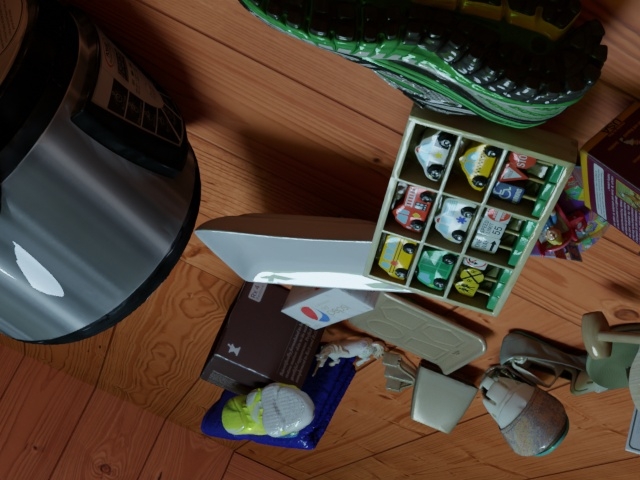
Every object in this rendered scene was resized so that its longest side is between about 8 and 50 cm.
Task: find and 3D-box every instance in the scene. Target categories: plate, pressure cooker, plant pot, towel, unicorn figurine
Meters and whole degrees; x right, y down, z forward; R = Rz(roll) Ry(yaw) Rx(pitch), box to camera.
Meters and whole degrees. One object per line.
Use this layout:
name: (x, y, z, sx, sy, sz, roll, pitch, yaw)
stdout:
plate: (-0.003, 0.016, 1.332, 0.278, 0.045, 0.278, 3, 164, 12)
pressure cooker: (-0.391, -0.107, 1.165, 0.370, 0.375, 0.420, 8, 153, 38)
plant pot: (0.213, 0.287, 1.743, 0.109, 0.096, 0.109, 20, 179, 5)
towel: (-0.080, 0.310, 1.934, 0.308, 0.227, 0.076, -4, 139, 44)
unicorn figurine: (0.042, 0.206, 1.777, 0.162, 0.060, 0.111, -19, 164, -14)

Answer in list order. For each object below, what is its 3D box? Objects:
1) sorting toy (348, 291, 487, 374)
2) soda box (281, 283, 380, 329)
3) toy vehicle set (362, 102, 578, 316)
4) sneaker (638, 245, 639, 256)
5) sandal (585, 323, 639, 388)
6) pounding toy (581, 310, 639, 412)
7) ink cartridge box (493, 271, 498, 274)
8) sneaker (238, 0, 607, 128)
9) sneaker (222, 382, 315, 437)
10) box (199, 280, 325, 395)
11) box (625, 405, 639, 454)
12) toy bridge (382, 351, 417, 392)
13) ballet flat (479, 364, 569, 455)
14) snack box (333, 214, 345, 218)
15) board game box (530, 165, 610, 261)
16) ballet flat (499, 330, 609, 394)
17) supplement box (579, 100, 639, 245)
sorting toy: (0.159, 0.144, 1.618, 0.208, 0.038, 0.193, 30, 156, -3)
soda box: (0.019, 0.086, 1.574, 0.074, 0.069, 0.216, 31, 156, -16)
toy vehicle set: (0.150, -0.028, 1.035, 0.166, 0.035, 0.266, 16, 141, 3)
sneaker: (0.411, 0.023, 1.110, 0.084, 0.069, 0.185, 35, 168, 31)
sandal: (0.478, 0.173, 1.319, 0.120, 0.086, 0.303, 33, 154, -21)
pounding toy: (0.448, 0.167, 1.183, 0.270, 0.155, 0.154, -1, 102, 43)
ink cartridge box: (0.157, -0.031, 1.155, 0.143, 0.092, 0.090, 29, 173, -11)
sneaker: (0.073, -0.183, 0.885, 0.344, 0.134, 0.146, 24, 160, 2)
sneaker: (-0.062, 0.300, 1.691, 0.126, 0.091, 0.240, 14, 163, -38)
box: (-0.105, 0.193, 1.784, 0.167, 0.168, 0.203, 25, 156, -5)
box: (0.609, 0.306, 1.422, 0.290, 0.087, 0.169, 12, 174, 23)
toy bridge: (0.154, 0.258, 1.857, 0.063, 0.026, 0.188, 11, 157, 12)
ballet flat: (0.304, 0.261, 1.538, 0.106, 0.107, 0.316, 39, 180, 0)
snack box: (0.000, 0.000, 1.469, 0.064, 0.022, 0.178, 36, 153, -24)
board game box: (0.254, -0.022, 1.071, 0.169, 0.033, 0.133, 5, 131, -13)
ballet flat: (0.380, 0.204, 1.497, 0.213, 0.068, 0.072, 18, 155, 11)
supplement box: (0.345, -0.034, 0.920, 0.188, 0.081, 0.104, 44, 170, 34)
